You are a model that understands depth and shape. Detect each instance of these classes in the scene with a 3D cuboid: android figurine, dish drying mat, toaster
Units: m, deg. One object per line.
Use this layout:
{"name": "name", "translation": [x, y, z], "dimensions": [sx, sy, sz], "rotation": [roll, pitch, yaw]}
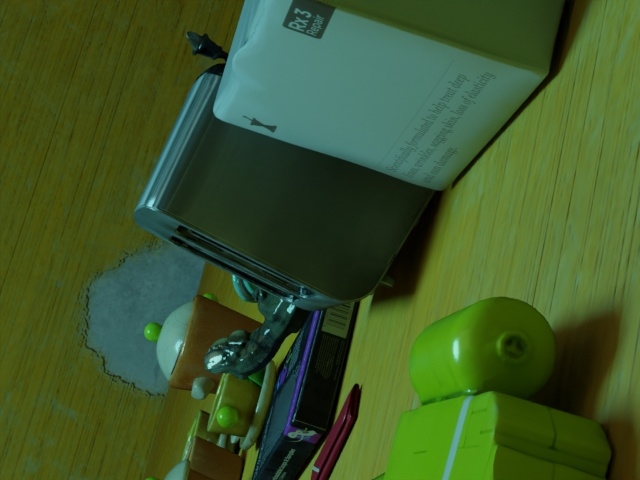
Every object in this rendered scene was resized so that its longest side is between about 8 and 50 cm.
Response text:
{"name": "android figurine", "translation": [0.041, 0.143, 0.665], "dimensions": [0.273, 0.056, 0.248], "rotation": [135, 152, -80]}
{"name": "dish drying mat", "translation": [0.009, 0.132, 1.166], "dimensions": [0.032, 0.008, 0.083], "rotation": [-79, 9, -50]}
{"name": "toaster", "translation": [-0.030, -0.033, 1.137], "dimensions": [0.110, 0.185, 0.168], "rotation": [-64, 6, -8]}

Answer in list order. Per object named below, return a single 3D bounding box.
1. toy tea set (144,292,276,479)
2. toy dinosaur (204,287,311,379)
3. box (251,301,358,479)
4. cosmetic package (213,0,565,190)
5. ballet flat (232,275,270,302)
{"name": "toy tea set", "translation": [-0.125, 0.170, 1.677], "dimensions": [0.336, 0.124, 0.200], "rotation": [-109, 37, -79]}
{"name": "toy dinosaur", "translation": [0.000, 0.000, 1.363], "dimensions": [0.268, 0.064, 0.118], "rotation": [-57, 9, 32]}
{"name": "box", "translation": [-0.014, 0.116, 1.313], "dimensions": [0.162, 0.029, 0.116], "rotation": [121, 166, -59]}
{"name": "cosmetic package", "translation": [0.070, -0.247, 1.001], "dimensions": [0.217, 0.156, 0.385], "rotation": [129, 157, -74]}
{"name": "ballet flat", "translation": [-0.048, -0.042, 1.732], "dimensions": [0.087, 0.083, 0.247], "rotation": [-9, 53, 45]}
